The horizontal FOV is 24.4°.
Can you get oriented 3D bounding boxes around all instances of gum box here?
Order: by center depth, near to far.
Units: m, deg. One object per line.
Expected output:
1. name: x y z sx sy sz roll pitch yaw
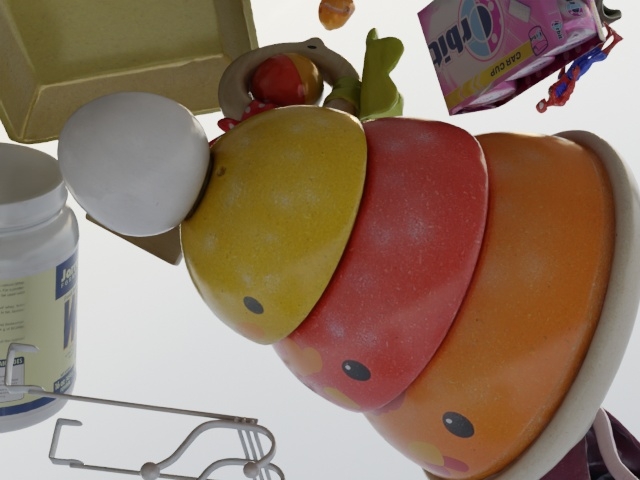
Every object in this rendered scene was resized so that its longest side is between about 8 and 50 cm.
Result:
1. gum box: 0.173 -0.197 1.345 0.062 0.107 0.188 -12 170 -29

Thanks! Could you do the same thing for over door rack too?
1. over door rack: -0.199 0.252 1.685 0.324 0.239 0.108 16 -118 13

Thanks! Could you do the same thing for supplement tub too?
1. supplement tub: -0.430 0.059 1.905 0.235 0.324 0.235 5 -154 -2

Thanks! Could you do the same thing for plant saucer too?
1. plant saucer: -0.245 -0.258 1.758 0.333 0.333 0.081 -9 -120 0

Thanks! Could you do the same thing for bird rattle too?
1. bird rattle: -0.028 -0.143 1.645 0.254 0.143 0.207 -26 -134 -14

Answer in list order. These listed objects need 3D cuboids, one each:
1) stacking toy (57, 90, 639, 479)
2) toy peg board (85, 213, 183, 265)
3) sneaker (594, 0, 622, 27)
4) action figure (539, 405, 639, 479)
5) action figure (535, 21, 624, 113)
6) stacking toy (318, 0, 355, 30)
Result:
1. stacking toy: 0.000 0.000 1.269 0.350 0.480 0.350 -56 -158 36
2. toy peg board: -0.223 -0.065 2.112 0.160 0.161 0.079 -64 160 2
3. sneaker: 0.331 -0.348 1.836 0.071 0.188 0.066 -6 -142 12
4. action figure: 0.211 0.146 1.538 0.276 0.248 0.370 -34 -121 46
5. action figure: 0.267 -0.178 1.552 0.115 0.030 0.038 -51 -151 15
6. stacking toy: 0.069 -0.413 1.928 0.175 0.166 0.301 39 -69 56
